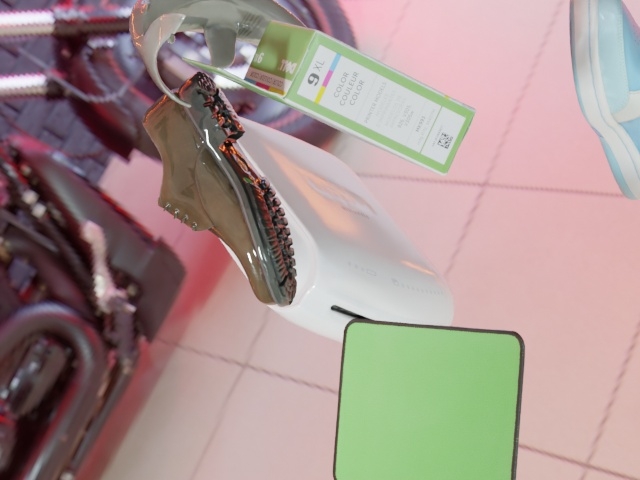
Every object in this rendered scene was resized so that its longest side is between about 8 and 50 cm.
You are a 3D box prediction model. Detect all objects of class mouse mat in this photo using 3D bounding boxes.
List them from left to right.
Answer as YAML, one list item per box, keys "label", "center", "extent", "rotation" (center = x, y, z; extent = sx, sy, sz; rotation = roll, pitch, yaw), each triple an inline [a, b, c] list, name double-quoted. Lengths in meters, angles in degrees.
- label: "mouse mat"
  center: [0.088, 0.147, 1.077]
  extent: [0.189, 0.007, 0.153]
  rotation: [2, 85, 41]

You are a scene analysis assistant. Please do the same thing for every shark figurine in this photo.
- label: "shark figurine"
  center: [-0.119, -0.230, 1.191]
  extent: [0.166, 0.278, 0.116]
  rotation: [32, 117, 14]

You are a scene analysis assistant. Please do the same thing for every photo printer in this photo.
- label: "photo printer"
  center: [0.000, 0.000, 1.418]
  extent: [0.107, 0.256, 0.307]
  rotation: [-53, 48, 18]

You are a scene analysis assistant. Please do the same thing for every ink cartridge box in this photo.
- label: "ink cartridge box"
  center: [0.007, -0.124, 1.005]
  extent: [0.062, 0.209, 0.109]
  rotation: [-66, 24, 4]

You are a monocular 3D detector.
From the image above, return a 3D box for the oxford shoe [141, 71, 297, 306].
- label: "oxford shoe"
  center: [-0.094, -0.033, 1.176]
  extent: [0.096, 0.083, 0.227]
  rotation: [-29, 83, 15]

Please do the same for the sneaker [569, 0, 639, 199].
- label: "sneaker"
  center: [0.371, -0.159, 1.261]
  extent: [0.208, 0.319, 0.127]
  rotation: [-7, 62, 24]
